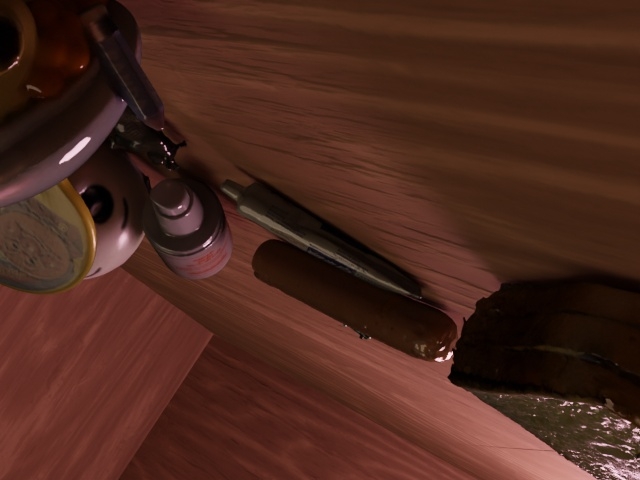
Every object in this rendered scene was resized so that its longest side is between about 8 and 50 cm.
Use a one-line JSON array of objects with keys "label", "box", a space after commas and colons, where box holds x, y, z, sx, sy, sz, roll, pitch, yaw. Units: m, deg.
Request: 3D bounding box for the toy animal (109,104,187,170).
[{"label": "toy animal", "box": [-0.188, -0.112, 0.990, 0.065, 0.047, 0.136, 13, 153, 39]}]

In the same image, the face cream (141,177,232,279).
[{"label": "face cream", "box": [-0.165, -0.023, 1.164, 0.101, 0.101, 0.252, 32, 168, 6]}]

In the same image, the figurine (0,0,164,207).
[{"label": "figurine", "box": [-0.299, -0.133, 0.586, 0.381, 0.205, 0.224, 15, -168, -47]}]

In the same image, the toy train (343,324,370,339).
[{"label": "toy train", "box": [0.040, 0.092, 1.228, 0.092, 0.045, 0.029, 38, 170, -13]}]

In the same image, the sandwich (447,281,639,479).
[{"label": "sandwich", "box": [0.252, 0.136, 0.713, 0.273, 0.095, 0.249, 34, 169, -9]}]

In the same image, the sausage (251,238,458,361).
[{"label": "sausage", "box": [0.035, 0.067, 1.100, 0.301, 0.066, 0.066, 25, 167, 42]}]

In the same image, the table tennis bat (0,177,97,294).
[{"label": "table tennis bat", "box": [-0.339, -0.060, 1.098, 0.224, 0.054, 0.369, 36, 132, -8]}]

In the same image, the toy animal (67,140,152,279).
[{"label": "toy animal", "box": [-0.363, -0.059, 1.270, 0.266, 0.212, 0.212, 32, 169, 8]}]

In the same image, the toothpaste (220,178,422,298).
[{"label": "toothpaste", "box": [0.000, 0.000, 0.983, 0.233, 0.038, 0.060, 30, 172, -1]}]
